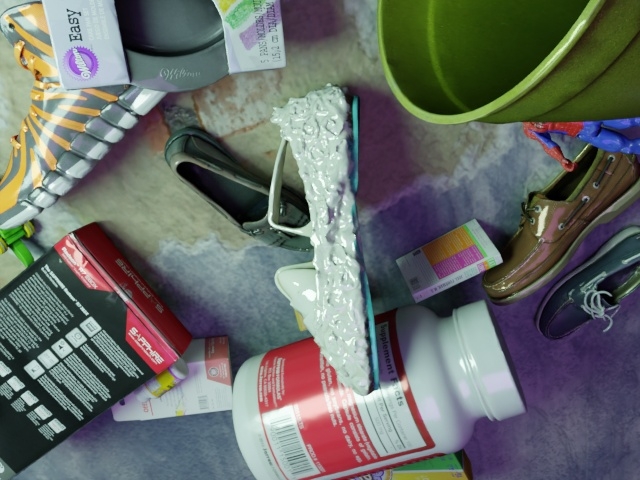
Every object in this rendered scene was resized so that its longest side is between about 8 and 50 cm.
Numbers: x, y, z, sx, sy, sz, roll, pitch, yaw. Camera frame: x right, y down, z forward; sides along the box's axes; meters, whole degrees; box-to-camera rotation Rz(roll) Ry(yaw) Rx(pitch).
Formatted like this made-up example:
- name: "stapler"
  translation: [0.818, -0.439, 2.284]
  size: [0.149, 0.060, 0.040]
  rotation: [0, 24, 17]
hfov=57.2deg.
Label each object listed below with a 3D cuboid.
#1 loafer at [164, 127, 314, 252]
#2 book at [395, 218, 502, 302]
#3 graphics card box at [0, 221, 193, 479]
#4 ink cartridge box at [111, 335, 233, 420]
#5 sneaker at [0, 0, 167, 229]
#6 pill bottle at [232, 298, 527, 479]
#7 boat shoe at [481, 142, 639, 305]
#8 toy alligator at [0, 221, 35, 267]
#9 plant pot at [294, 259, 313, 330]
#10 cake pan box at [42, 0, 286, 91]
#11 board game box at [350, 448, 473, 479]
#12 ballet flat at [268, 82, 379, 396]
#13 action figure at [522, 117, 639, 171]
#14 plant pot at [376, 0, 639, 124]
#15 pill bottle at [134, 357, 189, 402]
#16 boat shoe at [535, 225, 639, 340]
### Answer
- name: "loafer"
  translation: [-0.105, -0.050, 0.826]
  size: [0.268, 0.084, 0.096]
  rotation: [34, 109, -26]
- name: "book"
  translation: [0.198, 0.033, 0.921]
  size: [0.144, 0.096, 0.035]
  rotation: [-26, 122, 7]
- name: "graphics card box"
  translation: [-0.403, 0.171, 0.867]
  size: [0.371, 0.094, 0.232]
  rotation: [-37, 100, 11]
- name: "ink cartridge box"
  translation: [-0.249, 0.232, 0.983]
  size: [0.198, 0.067, 0.115]
  rotation: [-5, 119, -8]
- name: "sneaker"
  translation: [-0.331, -0.170, 0.710]
  size: [0.321, 0.124, 0.180]
  rotation: [-44, 114, 4]
- name: "pill bottle"
  translation: [0.090, 0.235, 0.911]
  size: [0.408, 0.229, 0.229]
  rotation: [-21, 122, 15]
- name: "boat shoe"
  translation: [0.353, -0.035, 0.908]
  size: [0.307, 0.110, 0.104]
  rotation: [-45, 109, 4]
- name: "toy alligator"
  translation: [-0.447, -0.045, 0.795]
  size: [0.051, 0.056, 0.189]
  rotation: [9, 129, 33]
- name: "plant pot"
  translation: [-0.010, 0.078, 0.926]
  size: [0.081, 0.081, 0.083]
  rotation: [-19, 111, 2]
- name: "cake pan box"
  translation: [-0.172, -0.294, 0.619]
  size: [0.246, 0.070, 0.266]
  rotation: [-9, 107, -15]
- name: "board game box"
  translation: [0.099, 0.406, 1.105]
  size: [0.317, 0.064, 0.242]
  rotation: [-18, 123, 19]
- name: "ballet flat"
  translation: [0.000, 0.000, 0.785]
  size: [0.147, 0.147, 0.408]
  rotation: [-4, 88, -7]
- name: "action figure"
  translation: [0.374, -0.140, 0.787]
  size: [0.281, 0.139, 0.091]
  rotation: [16, 127, 13]
- name: "plant pot"
  translation: [0.306, -0.280, 0.634]
  size: [0.353, 0.366, 0.366]
  rotation: [5, 120, -27]
- name: "pill bottle"
  translation: [-0.248, 0.216, 0.909]
  size: [0.083, 0.043, 0.043]
  rotation: [-37, 120, 10]
- name: "boat shoe"
  translation: [0.484, 0.090, 1.014]
  size: [0.095, 0.079, 0.254]
  rotation: [35, 110, -26]
